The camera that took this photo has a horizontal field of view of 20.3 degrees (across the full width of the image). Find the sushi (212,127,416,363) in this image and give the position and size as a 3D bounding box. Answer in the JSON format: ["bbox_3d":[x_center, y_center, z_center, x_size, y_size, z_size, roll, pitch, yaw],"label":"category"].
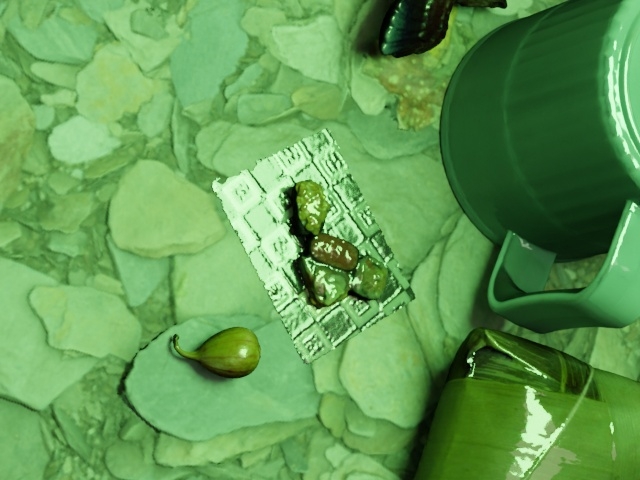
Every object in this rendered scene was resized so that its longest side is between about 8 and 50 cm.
[{"bbox_3d":[0.000,0.000,1.715,0.139,0.031,0.201,-30,96,-21],"label":"sushi"}]

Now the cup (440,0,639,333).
[{"bbox_3d":[0.270,-0.099,1.681,0.331,0.311,0.257,-38,99,-20],"label":"cup"}]

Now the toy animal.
[{"bbox_3d":[0.116,-0.274,1.743,0.179,0.116,0.218,12,74,-19],"label":"toy animal"}]

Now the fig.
[{"bbox_3d":[-0.097,0.103,1.662,0.083,0.050,0.050,7,82,-3],"label":"fig"}]

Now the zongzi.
[{"bbox_3d":[0.244,0.258,1.690,0.317,0.154,0.289,18,81,1],"label":"zongzi"}]
